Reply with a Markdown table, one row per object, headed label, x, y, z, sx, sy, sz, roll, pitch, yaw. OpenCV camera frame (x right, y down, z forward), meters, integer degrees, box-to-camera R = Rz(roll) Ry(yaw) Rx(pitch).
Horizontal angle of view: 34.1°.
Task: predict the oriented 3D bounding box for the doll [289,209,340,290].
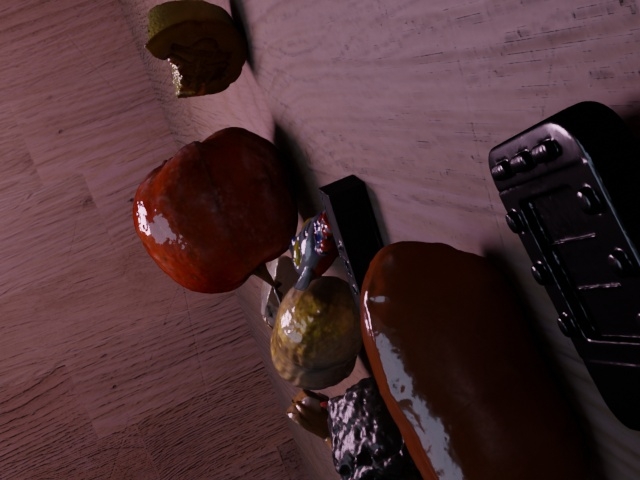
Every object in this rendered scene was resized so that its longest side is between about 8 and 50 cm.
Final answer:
| label | x | y | z | sx | sy | sz | roll | pitch | yaw |
| --- | --- | --- | --- | --- | --- | --- | --- | --- | --- |
| doll | -0.001 | 0.001 | 1.286 | 0.195 | 0.062 | 0.104 | 120 | 150 | -65 |

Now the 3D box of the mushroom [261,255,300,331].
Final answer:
| label | x | y | z | sx | sy | sz | roll | pitch | yaw |
| --- | --- | --- | --- | --- | --- | --- | --- | --- | --- |
| mushroom | -0.055 | 0.107 | 1.754 | 0.108 | 0.096 | 0.247 | 38 | 166 | 12 |

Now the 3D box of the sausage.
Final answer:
| label | x | y | z | sx | sy | sz | roll | pitch | yaw |
| --- | --- | --- | --- | --- | --- | --- | --- | --- | --- |
| sausage | 0.115 | 0.117 | 0.825 | 0.133 | 0.133 | 0.258 | 115 | 131 | -76 |

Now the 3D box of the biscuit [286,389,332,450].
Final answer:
| label | x | y | z | sx | sy | sz | roll | pitch | yaw |
| --- | --- | --- | --- | --- | --- | --- | --- | --- | --- |
| biscuit | 0.055 | 0.275 | 1.434 | 0.216 | 0.047 | 0.339 | 34 | -179 | -21 |

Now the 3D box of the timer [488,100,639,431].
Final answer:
| label | x | y | z | sx | sy | sz | roll | pitch | yaw |
| --- | --- | --- | --- | --- | --- | --- | --- | --- | --- |
| timer | 0.165 | 0.017 | 0.567 | 0.187 | 0.055 | 0.144 | 63 | 172 | 0 |

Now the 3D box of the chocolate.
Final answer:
| label | x | y | z | sx | sy | sz | roll | pitch | yaw |
| --- | --- | --- | --- | --- | --- | --- | --- | --- | --- |
| chocolate | -0.002 | 0.135 | 1.451 | 0.134 | 0.134 | 0.309 | 65 | 166 | 13 |

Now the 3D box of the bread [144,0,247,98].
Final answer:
| label | x | y | z | sx | sy | sz | roll | pitch | yaw |
| --- | --- | --- | --- | --- | --- | --- | --- | --- | --- |
| bread | -0.167 | -0.268 | 1.439 | 0.156 | 0.125 | 0.086 | 64 | -175 | -58 |

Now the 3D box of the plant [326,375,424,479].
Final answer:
| label | x | y | z | sx | sy | sz | roll | pitch | yaw |
| --- | --- | --- | --- | --- | --- | --- | --- | --- | --- |
| plant | 0.090 | 0.259 | 1.200 | 0.142 | 0.131 | 0.203 | 17 | -140 | -42 |

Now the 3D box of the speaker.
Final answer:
| label | x | y | z | sx | sy | sz | roll | pitch | yaw |
| --- | --- | --- | --- | --- | --- | --- | --- | --- | --- |
| speaker | 0.048 | 0.023 | 1.176 | 0.040 | 0.046 | 0.191 | -134 | 23 | -65 |

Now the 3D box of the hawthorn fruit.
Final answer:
| label | x | y | z | sx | sy | sz | roll | pitch | yaw |
| --- | --- | --- | --- | --- | --- | --- | --- | --- | --- |
| hawthorn fruit | -0.128 | -0.016 | 1.491 | 0.272 | 0.242 | 0.242 | 59 | 169 | 5 |
